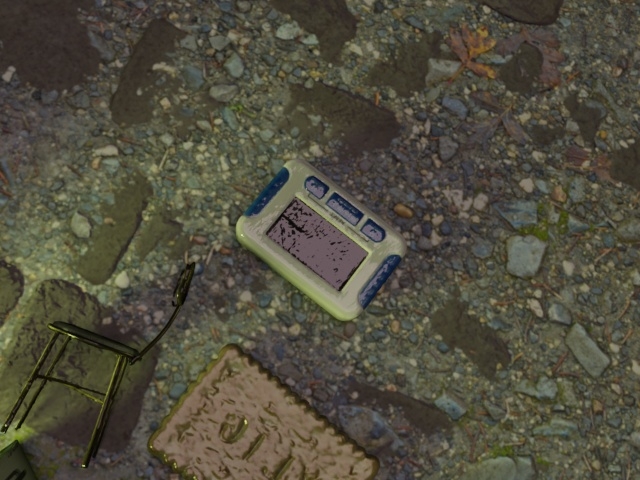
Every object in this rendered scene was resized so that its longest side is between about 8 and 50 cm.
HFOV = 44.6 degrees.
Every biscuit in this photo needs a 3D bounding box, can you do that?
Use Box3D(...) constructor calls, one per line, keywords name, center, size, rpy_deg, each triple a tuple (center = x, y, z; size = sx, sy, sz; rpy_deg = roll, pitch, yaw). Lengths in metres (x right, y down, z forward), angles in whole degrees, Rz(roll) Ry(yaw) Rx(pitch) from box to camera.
Box3D(name="biscuit", center=(-0.085, 0.336, 1.221), size=(0.325, 0.044, 0.217), rpy_deg=(38, 74, 0))

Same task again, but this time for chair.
Box3D(name="chair", center=(-0.324, 0.157, 1.163), size=(0.170, 0.160, 0.325), rpy_deg=(23, 78, -6))

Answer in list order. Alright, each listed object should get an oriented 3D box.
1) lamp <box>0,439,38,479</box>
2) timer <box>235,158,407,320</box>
Box3D(name="lamp", center=(-0.490, 0.311, 1.105), size=(0.121, 0.121, 0.214), rpy_deg=(-37, 98, -17))
Box3D(name="timer", center=(0.000, 0.000, 1.301), size=(0.253, 0.078, 0.178), rpy_deg=(39, 75, 1))
